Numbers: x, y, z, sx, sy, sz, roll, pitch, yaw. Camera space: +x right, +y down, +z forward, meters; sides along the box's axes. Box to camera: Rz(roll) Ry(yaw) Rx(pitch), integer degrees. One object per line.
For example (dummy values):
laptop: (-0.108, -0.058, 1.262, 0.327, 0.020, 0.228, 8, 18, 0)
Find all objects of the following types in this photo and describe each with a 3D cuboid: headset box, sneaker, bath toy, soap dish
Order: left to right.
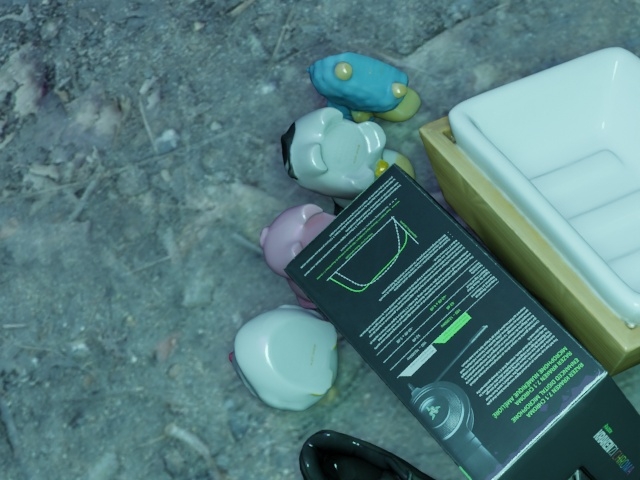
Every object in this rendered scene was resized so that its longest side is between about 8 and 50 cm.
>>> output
bath toy: (0.000, 0.000, 1.385, 0.129, 0.151, 0.348, -18, 51, 59)
sneaker: (0.090, 0.251, 1.209, 0.286, 0.130, 0.109, 25, 73, 29)
headset box: (0.141, 0.110, 1.191, 0.131, 0.246, 0.283, -44, 57, 1)
soap dish: (0.256, -0.027, 1.257, 0.229, 0.118, 0.291, -22, 52, -23)
